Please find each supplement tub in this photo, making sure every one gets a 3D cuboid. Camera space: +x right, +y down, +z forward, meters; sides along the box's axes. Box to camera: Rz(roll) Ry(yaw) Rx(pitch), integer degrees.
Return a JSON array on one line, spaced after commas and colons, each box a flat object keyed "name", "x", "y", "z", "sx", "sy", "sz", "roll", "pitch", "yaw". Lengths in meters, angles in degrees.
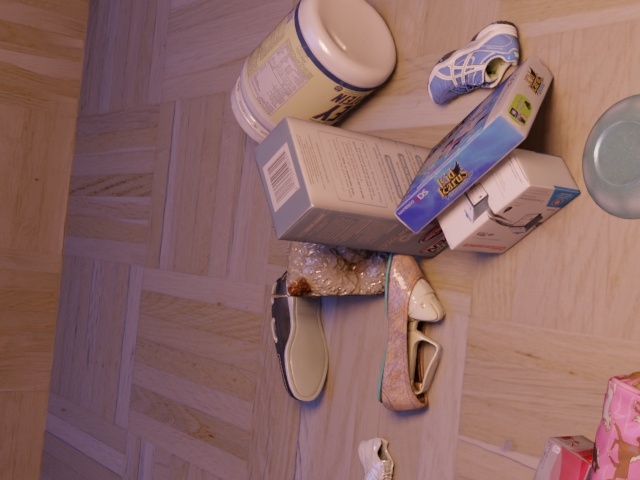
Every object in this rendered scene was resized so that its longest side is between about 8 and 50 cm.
[{"name": "supplement tub", "x": -0.024, "y": -0.354, "z": 1.832, "sx": 0.325, "sy": 0.235, "sz": 0.235, "roll": -36, "pitch": 58, "yaw": 44}]

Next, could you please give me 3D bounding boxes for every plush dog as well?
[{"name": "plush dog", "x": 0.000, "y": 0.000, "z": 1.739, "sx": 0.262, "sy": 0.210, "sz": 0.225, "roll": -6, "pitch": 83, "yaw": 40}]

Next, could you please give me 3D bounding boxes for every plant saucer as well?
[{"name": "plant saucer", "x": 0.471, "y": -0.131, "z": 1.320, "sx": 0.195, "sy": 0.037, "sz": 0.195, "roll": -12, "pitch": 75, "yaw": 51}]

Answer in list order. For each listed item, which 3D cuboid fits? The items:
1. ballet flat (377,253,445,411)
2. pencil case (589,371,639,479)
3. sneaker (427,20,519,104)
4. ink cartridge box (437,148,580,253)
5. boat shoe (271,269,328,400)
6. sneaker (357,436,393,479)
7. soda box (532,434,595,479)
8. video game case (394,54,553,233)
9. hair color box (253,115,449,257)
[{"name": "ballet flat", "x": 0.179, "y": 0.167, "z": 1.625, "sx": 0.106, "sy": 0.107, "sz": 0.316, "roll": 6, "pitch": 95, "yaw": 33}, {"name": "pencil case", "x": 0.447, "y": 0.377, "z": 1.183, "sx": 0.167, "sy": 0.160, "sz": 0.386, "roll": -18, "pitch": -63, "yaw": -82}, {"name": "sneaker", "x": 0.273, "y": -0.306, "z": 1.567, "sx": 0.211, "sy": 0.080, "sz": 0.081, "roll": -39, "pitch": 52, "yaw": 44}, {"name": "ink cartridge box", "x": 0.308, "y": -0.062, "z": 1.437, "sx": 0.191, "sy": 0.139, "sz": 0.082, "roll": -46, "pitch": 53, "yaw": 39}, {"name": "boat shoe", "x": -0.052, "y": 0.210, "z": 1.900, "sx": 0.091, "sy": 0.114, "sz": 0.303, "roll": -29, "pitch": 51, "yaw": 46}, {"name": "sneaker", "x": 0.115, "y": 0.457, "z": 1.685, "sx": 0.061, "sy": 0.053, "sz": 0.152, "roll": -34, "pitch": 58, "yaw": 42}, {"name": "soda box", "x": 0.364, "y": 0.436, "z": 1.330, "sx": 0.083, "sy": 0.092, "sz": 0.263, "roll": 30, "pitch": 108, "yaw": 49}, {"name": "video game case", "x": 0.258, "y": -0.163, "z": 1.458, "sx": 0.061, "sy": 0.244, "sz": 0.269, "roll": 42, "pitch": 130, "yaw": -4}, {"name": "hair color box", "x": 0.079, "y": -0.087, "z": 1.544, "sx": 0.113, "sy": 0.374, "sz": 0.185, "roll": -42, "pitch": 54, "yaw": 41}]
